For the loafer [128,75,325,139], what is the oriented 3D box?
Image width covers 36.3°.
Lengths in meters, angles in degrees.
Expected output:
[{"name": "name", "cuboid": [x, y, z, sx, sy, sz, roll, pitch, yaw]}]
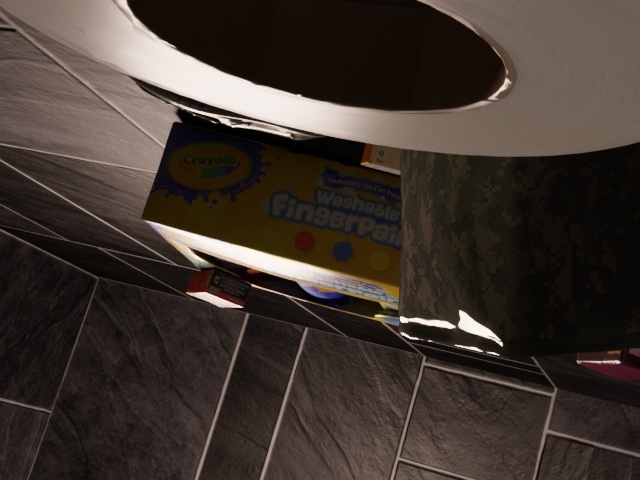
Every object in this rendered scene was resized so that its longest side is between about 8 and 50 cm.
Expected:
[{"name": "loafer", "cuboid": [-0.104, -0.163, 1.082, 0.251, 0.094, 0.087, 20, 163, -15]}]

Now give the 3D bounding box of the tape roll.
[{"name": "tape roll", "cuboid": [0.002, -0.132, 0.498, 0.392, 0.072, 0.392, 12, 173, 1]}]

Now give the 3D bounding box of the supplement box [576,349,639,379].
[{"name": "supplement box", "cuboid": [0.406, 0.079, 1.246, 0.081, 0.188, 0.104, 19, 168, -14]}]

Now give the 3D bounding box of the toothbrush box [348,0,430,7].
[{"name": "toothbrush box", "cuboid": [-0.023, -0.218, 0.670, 0.206, 0.122, 0.283, 24, 165, -33]}]

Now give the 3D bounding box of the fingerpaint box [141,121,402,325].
[{"name": "fingerpaint box", "cuboid": [0.000, 0.000, 1.499, 0.445, 0.163, 0.371, 15, 168, 10]}]

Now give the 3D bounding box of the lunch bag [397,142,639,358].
[{"name": "lunch bag", "cuboid": [0.165, -0.018, 0.928, 0.169, 0.235, 0.287, -2, -179, -21]}]

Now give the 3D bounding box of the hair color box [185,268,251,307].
[{"name": "hair color box", "cuboid": [-0.173, 0.081, 1.641, 0.072, 0.043, 0.141, 23, 168, -17]}]

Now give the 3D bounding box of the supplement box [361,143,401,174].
[{"name": "supplement box", "cuboid": [0.102, -0.105, 1.111, 0.098, 0.062, 0.036, 13, 177, -10]}]
